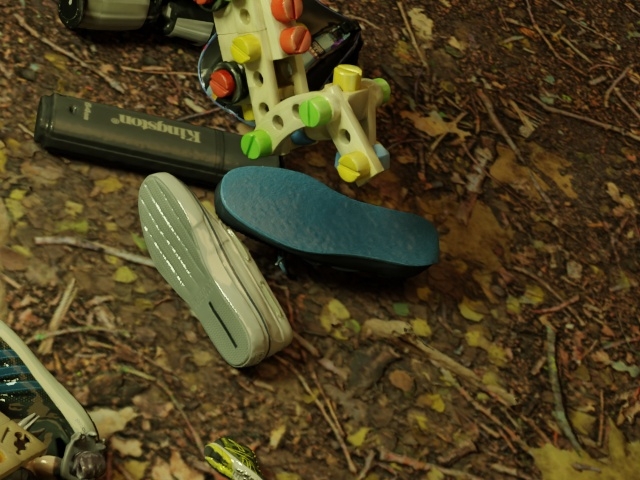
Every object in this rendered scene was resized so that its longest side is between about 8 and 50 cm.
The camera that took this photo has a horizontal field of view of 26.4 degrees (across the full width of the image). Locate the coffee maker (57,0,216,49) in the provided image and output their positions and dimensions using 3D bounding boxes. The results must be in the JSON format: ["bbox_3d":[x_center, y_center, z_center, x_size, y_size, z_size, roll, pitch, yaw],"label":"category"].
[{"bbox_3d":[-0.201,-0.317,1.583,0.178,0.171,0.120,3,34,-27],"label":"coffee maker"}]

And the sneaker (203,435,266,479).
[{"bbox_3d":[-0.069,0.212,1.277,0.083,0.031,0.035,39,45,10],"label":"sneaker"}]

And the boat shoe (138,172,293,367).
[{"bbox_3d":[-0.108,0.028,1.399,0.076,0.083,0.226,-14,70,-47],"label":"boat shoe"}]

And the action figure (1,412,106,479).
[{"bbox_3d":[-0.210,0.252,1.105,0.285,0.099,0.185,34,77,8],"label":"action figure"}]

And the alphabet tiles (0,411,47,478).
[{"bbox_3d":[-0.337,0.116,1.071,0.237,0.009,0.198,34,18,12],"label":"alphabet tiles"}]

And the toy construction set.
[{"bbox_3d":[-0.020,-0.220,1.431,0.151,0.215,0.328,-3,94,-45],"label":"toy construction set"}]

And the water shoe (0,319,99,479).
[{"bbox_3d":[-0.287,0.134,1.209,0.203,0.073,0.080,40,51,12],"label":"water shoe"}]

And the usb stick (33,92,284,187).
[{"bbox_3d":[-0.173,-0.105,1.496,0.278,0.045,0.077,12,48,-17],"label":"usb stick"}]

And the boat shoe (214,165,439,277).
[{"bbox_3d":[0.000,0.000,1.464,0.258,0.089,0.109,22,62,-17],"label":"boat shoe"}]

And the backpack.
[{"bbox_3d":[-0.054,-0.204,1.594,0.158,0.117,0.173,32,77,5],"label":"backpack"}]
